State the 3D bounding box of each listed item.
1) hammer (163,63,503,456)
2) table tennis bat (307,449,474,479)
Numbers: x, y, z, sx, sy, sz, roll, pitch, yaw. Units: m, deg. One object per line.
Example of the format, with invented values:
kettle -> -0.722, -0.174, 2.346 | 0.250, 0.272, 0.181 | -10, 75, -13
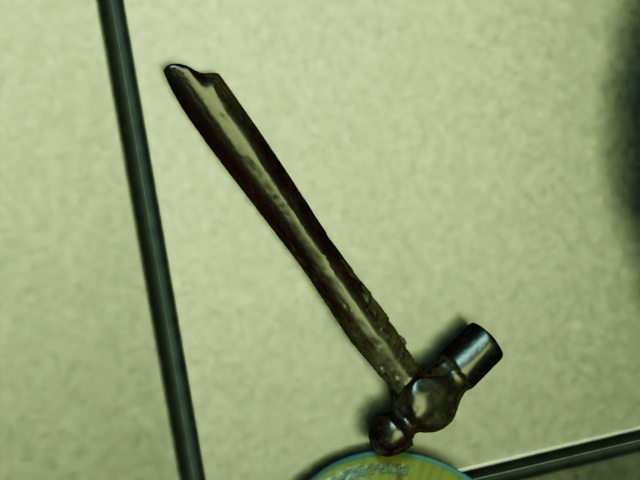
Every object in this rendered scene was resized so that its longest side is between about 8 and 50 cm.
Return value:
hammer -> 0.000, 0.000, 0.663 | 0.065, 0.021, 0.178 | -39, 102, -11
table tennis bat -> 0.047, 0.150, 0.666 | 0.100, 0.019, 0.155 | -39, 79, -17
